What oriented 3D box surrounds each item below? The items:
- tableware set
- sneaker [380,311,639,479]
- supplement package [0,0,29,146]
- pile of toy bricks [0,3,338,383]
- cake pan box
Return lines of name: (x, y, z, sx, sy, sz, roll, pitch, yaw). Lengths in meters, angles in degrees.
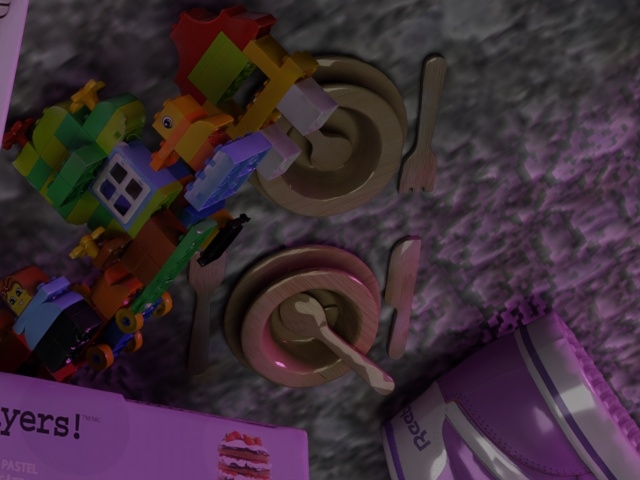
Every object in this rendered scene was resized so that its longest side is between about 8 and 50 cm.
tableware set: (0.000, 0.000, 0.818, 0.128, 0.039, 0.194, -4, 123, -15)
sneaker: (0.136, 0.178, 0.947, 0.161, 0.102, 0.282, -33, 115, 10)
supplement package: (-0.222, -0.104, 0.615, 0.203, 0.149, 0.194, 6, 120, -19)
pile of toy bricks: (-0.102, -0.023, 0.745, 0.105, 0.118, 0.212, 46, 124, 9)
cake pan box: (-0.171, 0.146, 0.784, 0.267, 0.070, 0.246, 14, 142, -24)
